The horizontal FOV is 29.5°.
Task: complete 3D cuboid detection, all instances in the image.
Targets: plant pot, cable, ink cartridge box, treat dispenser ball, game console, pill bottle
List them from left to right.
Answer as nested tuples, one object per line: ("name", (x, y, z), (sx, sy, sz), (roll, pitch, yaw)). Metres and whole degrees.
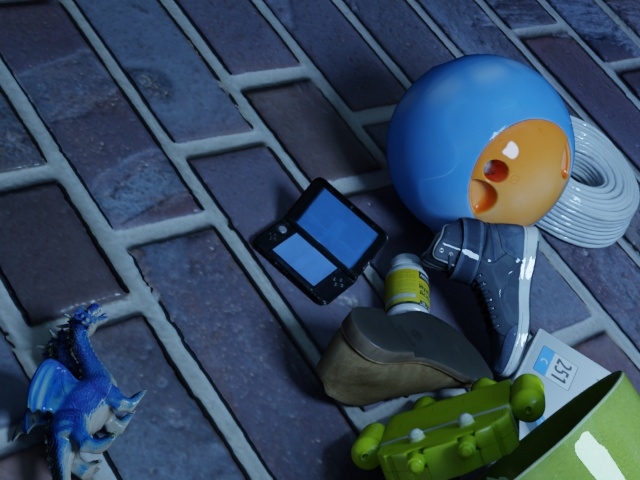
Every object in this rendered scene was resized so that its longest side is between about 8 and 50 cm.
("game console", (0.000, 0.000, 1.733), (0.144, 0.085, 0.124), (41, 42, 12))
("pill bottle", (0.124, 0.076, 1.747), (0.065, 0.065, 0.116), (17, 43, -15))
("treat dispenser ball", (0.245, -0.141, 1.861), (0.288, 0.288, 0.288), (16, 43, -16))
("cable", (0.433, -0.107, 2.090), (0.257, 0.089, 0.257), (38, 41, 8))
("ink cartridge box", (0.357, 0.291, 1.673), (0.261, 0.066, 0.296), (33, 41, 4))
("plant pot", (0.322, 0.341, 1.320), (0.293, 0.275, 0.274), (49, 44, 8))

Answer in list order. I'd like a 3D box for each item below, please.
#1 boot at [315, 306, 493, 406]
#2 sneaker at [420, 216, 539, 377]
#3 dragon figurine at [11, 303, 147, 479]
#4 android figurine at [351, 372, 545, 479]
("boot", (0.113, 0.167, 1.638), (0.305, 0.115, 0.112), (15, 32, -44))
("sneaker", (0.219, 0.076, 1.737), (0.163, 0.086, 0.226), (11, 74, -10))
("dragon figurine", (-0.294, 0.192, 1.370), (0.144, 0.085, 0.289), (30, 40, -1))
("android figurine", (0.158, 0.232, 1.492), (0.273, 0.248, 0.056), (-33, 104, -76))
